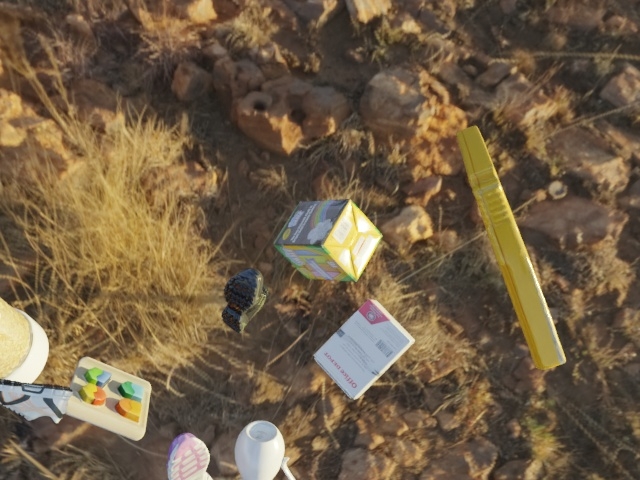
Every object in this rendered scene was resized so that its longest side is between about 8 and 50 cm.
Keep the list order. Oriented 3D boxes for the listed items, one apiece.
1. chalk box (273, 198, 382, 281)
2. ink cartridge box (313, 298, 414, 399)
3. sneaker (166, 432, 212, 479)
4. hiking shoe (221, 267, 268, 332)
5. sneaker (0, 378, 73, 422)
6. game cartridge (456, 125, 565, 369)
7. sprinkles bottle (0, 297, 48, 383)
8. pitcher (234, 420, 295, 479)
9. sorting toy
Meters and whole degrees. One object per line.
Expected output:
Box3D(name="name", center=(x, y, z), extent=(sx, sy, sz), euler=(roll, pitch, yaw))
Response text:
Box3D(name="chalk box", center=(0.000, 0.000, 1.517), extent=(0.132, 0.213, 0.132), euler=(46, 63, -31))
Box3D(name="ink cartridge box", center=(0.115, 0.284, 1.806), extent=(0.218, 0.092, 0.158), euler=(-46, 75, 7))
Box3D(name="sneaker", center=(-0.298, 0.493, 1.515), extent=(0.095, 0.236, 0.104), euler=(-23, 45, -23))
Box3D(name="hiking shoe", center=(-0.173, 0.123, 1.658), extent=(0.086, 0.226, 0.114), euler=(36, 49, 8))
Box3D(name="sneaker", center=(-0.341, 0.182, 0.780), extent=(0.109, 0.040, 0.043), euler=(13, 85, -17))
Box3D(name="game cartridge", center=(0.295, -0.001, 1.102), extent=(0.053, 0.285, 0.323), euler=(-22, 108, 15))
Box3D(name="sprinkles bottle", center=(-0.466, 0.081, 0.833), extent=(0.121, 0.355, 0.121), euler=(-4, 60, 6))
Box3D(name="pitcher", center=(-0.134, 0.575, 1.768), extent=(0.178, 0.207, 0.125), euler=(10, 25, 7))
Box3D(name="sorting toy", center=(-0.495, 0.365, 1.631), extent=(0.193, 0.208, 0.038), euler=(28, 107, -17))
